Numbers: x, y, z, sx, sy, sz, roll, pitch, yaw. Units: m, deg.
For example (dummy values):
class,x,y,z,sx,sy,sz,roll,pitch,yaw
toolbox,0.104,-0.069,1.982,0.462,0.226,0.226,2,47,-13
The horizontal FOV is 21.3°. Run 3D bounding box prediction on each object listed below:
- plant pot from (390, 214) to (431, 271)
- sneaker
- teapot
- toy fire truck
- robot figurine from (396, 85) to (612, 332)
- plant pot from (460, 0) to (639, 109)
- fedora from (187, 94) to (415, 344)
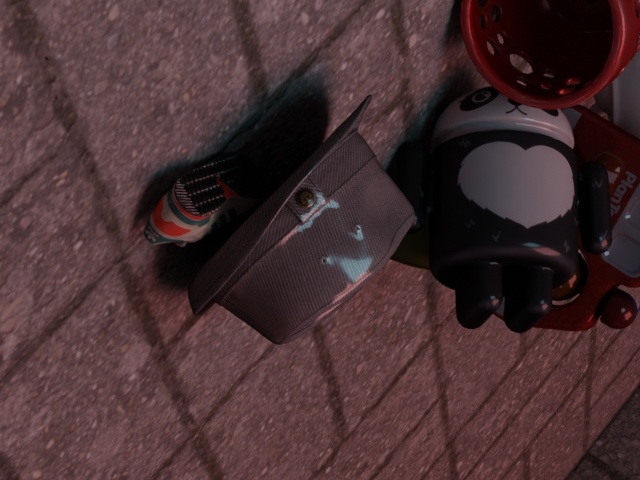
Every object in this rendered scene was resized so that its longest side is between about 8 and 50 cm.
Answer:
class,x,y,z,sx,sy,sz,roll,pitch,yaw
plant pot,0.115,-0.012,2.019,0.083,0.083,0.079,2,107,-63
sneaker,-0.109,-0.034,1.591,0.075,0.057,0.161,-40,173,28
teapot,0.424,-0.225,2.208,0.252,0.187,0.256,-73,157,-71
toy fire truck,0.322,-0.016,2.180,0.169,0.254,0.302,0,121,-62
robot figurine,0.208,-0.040,1.936,0.209,0.173,0.278,24,61,-45
plant pot,0.272,-0.258,1.861,0.174,0.191,0.191,-37,151,-51
fedora,0.000,0.000,1.653,0.275,0.124,0.244,-46,178,-29
